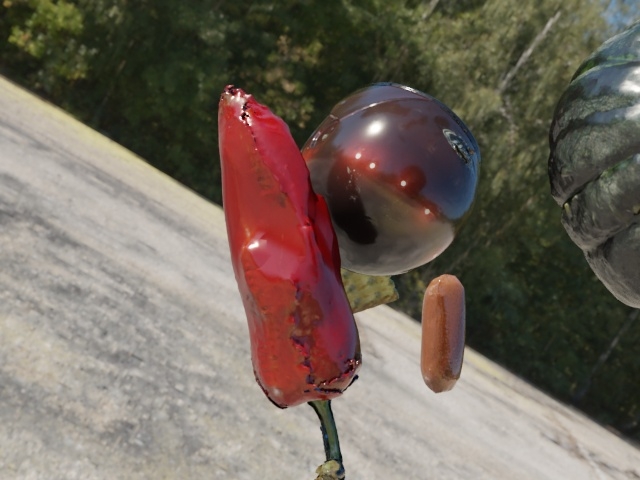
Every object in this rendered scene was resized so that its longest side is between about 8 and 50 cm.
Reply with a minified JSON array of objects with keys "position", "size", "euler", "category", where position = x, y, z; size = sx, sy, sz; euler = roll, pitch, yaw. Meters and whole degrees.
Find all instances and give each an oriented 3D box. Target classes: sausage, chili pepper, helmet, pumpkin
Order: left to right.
[{"position":[-0.032,0.038,0.809],"size":[0.110,0.110,0.388],"euler":[-90,166,-87],"category":"chili pepper"},{"position":[0.071,-0.060,0.929],"size":[0.189,0.216,0.193],"euler":[47,25,-22],"category":"helmet"},{"position":[0.201,0.152,1.388],"size":[0.077,0.194,0.077],"euler":[3,0,0],"category":"sausage"},{"position":[0.259,-0.049,0.555],"size":[0.220,0.220,0.162],"euler":[31,-12,10],"category":"pumpkin"}]

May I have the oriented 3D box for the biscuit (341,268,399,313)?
[{"position":[0.000,0.000,1.089],"size":[0.016,0.139,0.231],"euler":[-82,150,-63],"category":"biscuit"}]
